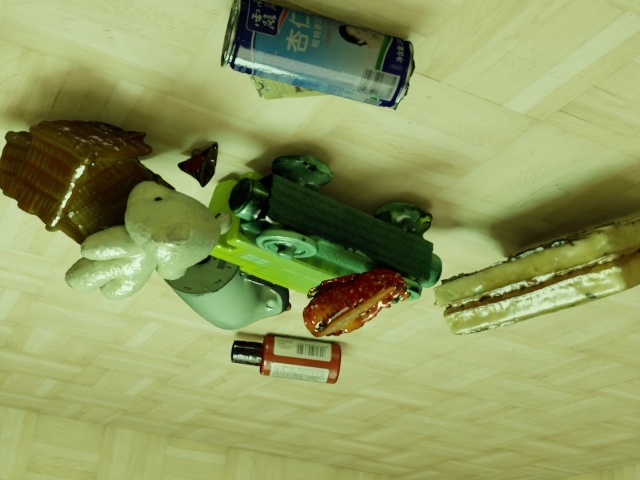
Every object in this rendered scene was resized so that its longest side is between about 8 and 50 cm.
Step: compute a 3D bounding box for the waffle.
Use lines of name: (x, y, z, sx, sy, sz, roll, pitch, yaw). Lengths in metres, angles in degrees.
waffle: (0.413, 0.053, 1.549, 0.261, 0.114, 0.376, -19, 176, -44)

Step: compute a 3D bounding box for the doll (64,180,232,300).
doll: (-0.285, 0.005, 1.397, 0.278, 0.149, 0.175, -31, 179, 29)

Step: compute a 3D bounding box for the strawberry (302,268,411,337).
strawberry: (0.054, 0.093, 1.451, 0.188, 0.082, 0.121, -32, 156, 21)

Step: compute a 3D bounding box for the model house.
model house: (-0.385, -0.114, 1.403, 0.199, 0.219, 0.229, 40, 163, 28)

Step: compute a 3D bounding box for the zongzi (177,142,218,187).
zongzi: (-0.187, -0.130, 1.463, 0.067, 0.073, 0.083, 19, -169, -27)

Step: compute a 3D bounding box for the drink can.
drink can: (-0.003, -0.239, 1.138, 0.235, 0.097, 0.097, 11, 154, -13)

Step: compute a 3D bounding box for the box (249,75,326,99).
box: (-0.023, -0.229, 1.248, 0.149, 0.020, 0.073, -2, 155, 13)

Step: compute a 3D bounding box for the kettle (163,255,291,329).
kettle: (-0.176, 0.082, 1.746, 0.240, 0.165, 0.255, 11, 157, 15)

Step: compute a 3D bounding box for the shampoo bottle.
shampoo bottle: (-0.091, 0.300, 2.275, 0.278, 0.104, 0.104, 8, 154, -7)

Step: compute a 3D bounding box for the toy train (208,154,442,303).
toy train: (0.000, 0.000, 1.565, 0.442, 0.179, 0.272, 23, 157, -33)
